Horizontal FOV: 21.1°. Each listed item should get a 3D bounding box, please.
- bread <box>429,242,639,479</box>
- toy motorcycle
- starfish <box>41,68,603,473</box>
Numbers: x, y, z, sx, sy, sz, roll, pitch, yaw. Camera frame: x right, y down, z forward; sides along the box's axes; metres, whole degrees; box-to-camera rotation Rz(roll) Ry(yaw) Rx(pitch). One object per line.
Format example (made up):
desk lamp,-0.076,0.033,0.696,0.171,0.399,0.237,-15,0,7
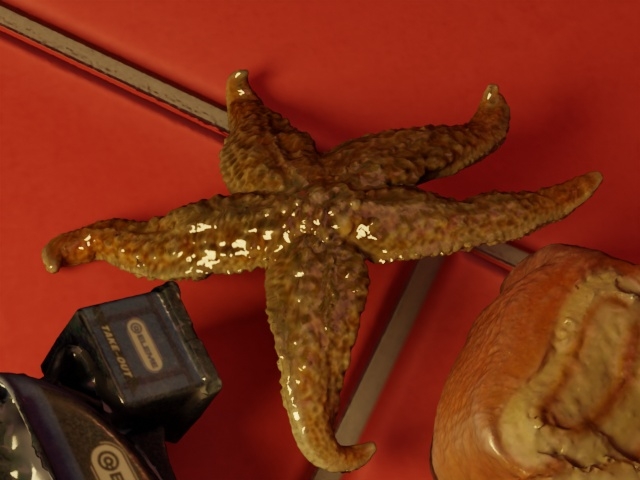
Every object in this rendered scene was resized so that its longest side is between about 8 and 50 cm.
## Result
bread,0.172,0.124,1.118,0.190,0.123,0.244,28,57,4
toy motorcycle,-0.091,0.205,0.986,0.212,0.125,0.358,-14,66,-36
starfish,-0.001,-0.004,1.147,0.375,0.094,0.327,1,54,9
